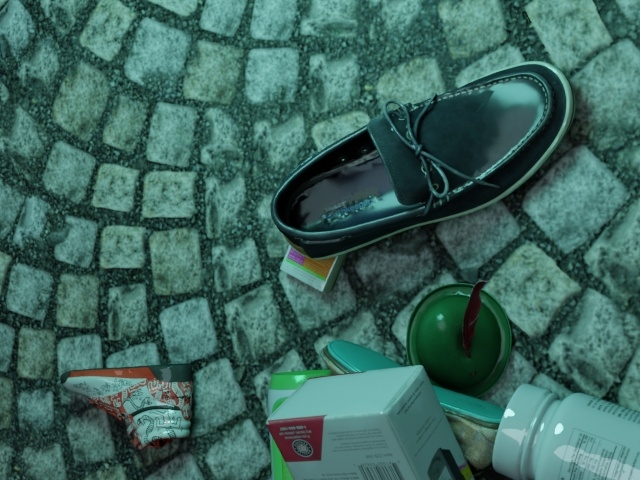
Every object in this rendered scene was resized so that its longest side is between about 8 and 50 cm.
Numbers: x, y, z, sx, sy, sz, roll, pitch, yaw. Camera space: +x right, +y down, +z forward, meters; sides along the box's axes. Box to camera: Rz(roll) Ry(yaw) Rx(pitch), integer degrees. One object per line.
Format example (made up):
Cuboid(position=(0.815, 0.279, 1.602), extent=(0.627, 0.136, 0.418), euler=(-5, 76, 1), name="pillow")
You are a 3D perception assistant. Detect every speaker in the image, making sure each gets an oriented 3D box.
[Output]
Cuboid(position=(-0.015, 0.356, 1.680), extent=(0.131, 0.131, 0.296), euler=(-5, 86, 27), name="speaker")

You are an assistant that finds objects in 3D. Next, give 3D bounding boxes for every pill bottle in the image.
Cuboid(position=(0.391, 0.303, 1.453), extent=(0.283, 0.160, 0.160), euler=(18, 96, 27), name="pill bottle")

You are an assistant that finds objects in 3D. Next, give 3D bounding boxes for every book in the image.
Cuboid(position=(0.000, 0.000, 1.738), extent=(0.096, 0.035, 0.144), euler=(27, 98, 27), name="book")

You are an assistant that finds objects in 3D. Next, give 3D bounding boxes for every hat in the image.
Cuboid(position=(0.174, 0.140, 1.557), extent=(0.173, 0.183, 0.208), euler=(14, 94, 27), name="hat")

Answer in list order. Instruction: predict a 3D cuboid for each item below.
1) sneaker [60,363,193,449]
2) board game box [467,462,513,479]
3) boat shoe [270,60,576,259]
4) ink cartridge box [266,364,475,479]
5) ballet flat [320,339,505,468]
Cuboid(position=(-0.345, 0.295, 1.871), extent=(0.270, 0.090, 0.145), euler=(-6, 83, 24), name="sneaker")
Cuboid(position=(0.207, 0.360, 1.620), extent=(0.260, 0.030, 0.136), euler=(42, 108, 22), name="board game box")
Cuboid(position=(0.143, -0.116, 1.590), extent=(0.500, 0.156, 0.186), euler=(-25, 74, 17), name="boat shoe")
Cuboid(position=(0.092, 0.346, 1.535), extent=(0.226, 0.131, 0.306), euler=(-12, 111, 38), name="ink cartridge box")
Cuboid(position=(0.127, 0.254, 1.596), extent=(0.316, 0.107, 0.106), euler=(23, 111, 27), name="ballet flat")
